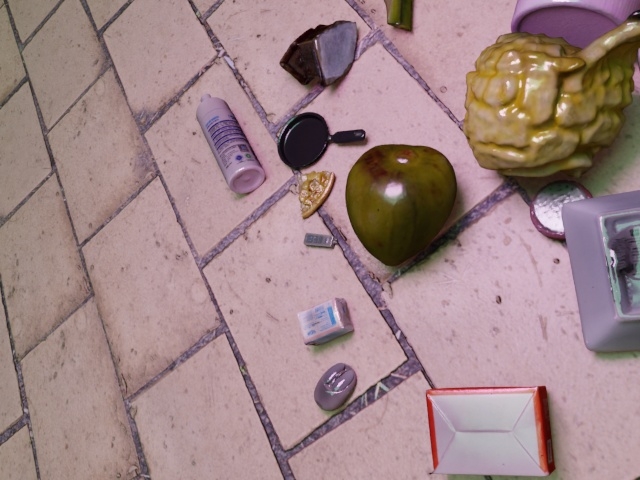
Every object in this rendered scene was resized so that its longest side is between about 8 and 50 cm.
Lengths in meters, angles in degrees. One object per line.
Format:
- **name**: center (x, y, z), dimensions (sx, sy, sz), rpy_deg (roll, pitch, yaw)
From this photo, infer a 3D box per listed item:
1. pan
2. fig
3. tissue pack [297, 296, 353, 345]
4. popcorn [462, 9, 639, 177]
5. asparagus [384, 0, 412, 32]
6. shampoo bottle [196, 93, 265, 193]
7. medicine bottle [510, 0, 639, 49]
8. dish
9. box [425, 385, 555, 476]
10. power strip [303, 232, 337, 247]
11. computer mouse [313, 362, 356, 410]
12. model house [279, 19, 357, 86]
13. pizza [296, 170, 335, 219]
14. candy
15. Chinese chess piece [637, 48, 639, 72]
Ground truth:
- **pan**: center (0.003, -0.223, 1.277), dimensions (0.235, 0.028, 0.136), rpy_deg (5, 77, 36)
- **fig**: center (0.145, -0.062, 1.061), dimensions (0.203, 0.203, 0.225), rpy_deg (24, 130, 35)
- **tissue pack**: center (0.010, 0.158, 1.128), dimensions (0.095, 0.059, 0.074), rpy_deg (-25, 65, 23)
- **popcorn**: center (0.363, -0.224, 0.931), dimensions (0.293, 0.293, 0.236), rpy_deg (-1, 114, 31)
- **asparagus**: center (0.178, -0.578, 1.272), dimensions (0.067, 0.060, 0.277), rpy_deg (4, 75, 12)
- **shampoo bottle**: center (-0.231, -0.250, 1.392), dimensions (0.092, 0.092, 0.303), rpy_deg (-39, 58, 15)
- **medicine bottle**: center (0.472, -0.516, 0.973), dimensions (0.219, 0.219, 0.388), rpy_deg (13, 82, 34)
- **dish**: center (0.469, 0.037, 0.848), dimensions (0.182, 0.080, 0.243), rpy_deg (-10, 75, 21)
- **box**: center (0.265, 0.296, 0.905), dimensions (0.182, 0.099, 0.133), rpy_deg (-11, 71, 27)
- **power strip**: center (0.000, 0.000, 1.213), dimensions (0.083, 0.017, 0.027), rpy_deg (5, 78, 34)
- **computer mouse**: center (0.025, 0.278, 1.091), dimensions (0.066, 0.039, 0.096), rpy_deg (38, 95, 34)
- **model house**: center (-0.006, -0.433, 1.323), dimensions (0.152, 0.106, 0.165), rpy_deg (10, 43, 45)
- **pizza**: center (-0.028, -0.115, 1.263), dimensions (0.109, 0.026, 0.123), rpy_deg (39, 97, 37)
- **candy**: center (0.406, -0.051, 0.965), dimensions (0.103, 0.043, 0.103), rpy_deg (-9, 72, 28)
- **Chinese chess piece**: center (0.627, -0.304, 0.879), dimensions (0.251, 0.101, 0.250), rpy_deg (-10, 69, 27)
